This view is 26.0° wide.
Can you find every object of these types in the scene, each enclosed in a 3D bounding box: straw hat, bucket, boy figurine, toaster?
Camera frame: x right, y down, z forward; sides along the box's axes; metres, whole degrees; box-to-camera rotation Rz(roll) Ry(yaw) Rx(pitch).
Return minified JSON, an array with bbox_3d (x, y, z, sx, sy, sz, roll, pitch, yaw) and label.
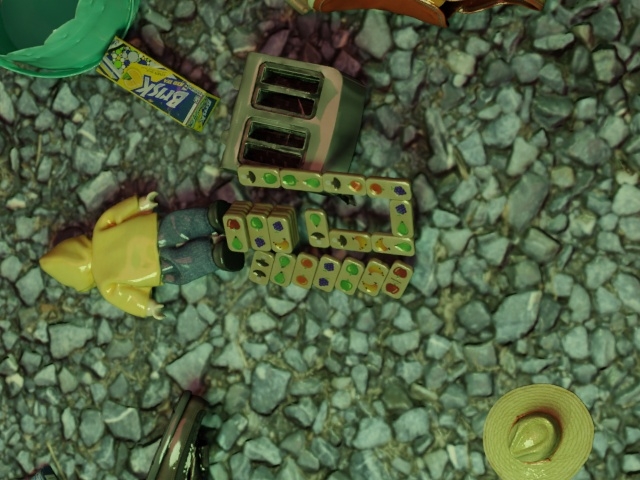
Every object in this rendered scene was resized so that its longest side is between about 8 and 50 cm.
[{"bbox_3d":[0.266,0.246,1.732,0.144,0.061,0.144,-2,85,18],"label":"straw hat"},{"bbox_3d":[-0.396,-0.370,1.951,0.281,0.183,0.281,-2,85,20],"label":"bucket"},{"bbox_3d":[-0.251,0.026,1.915,0.285,0.092,0.177,-13,82,18],"label":"boy figurine"},{"bbox_3d":[-0.033,-0.151,1.844,0.185,0.110,0.168,14,91,19],"label":"toaster"}]

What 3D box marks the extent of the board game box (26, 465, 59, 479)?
[{"bbox_3d":[-0.413,0.453,1.949,0.194,0.060,0.194,-40,74,11],"label":"board game box"}]

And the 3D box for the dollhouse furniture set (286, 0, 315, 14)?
[{"bbox_3d":[-0.050,-0.381,1.917,0.151,0.058,0.076,41,91,-2],"label":"dollhouse furniture set"}]

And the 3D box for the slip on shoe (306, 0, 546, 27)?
[{"bbox_3d":[0.139,-0.327,1.801,0.331,0.123,0.101,-4,88,14],"label":"slip on shoe"}]

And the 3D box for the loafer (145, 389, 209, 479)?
[{"bbox_3d":[-0.195,0.352,1.873,0.095,0.109,0.302,20,98,0],"label":"loafer"}]

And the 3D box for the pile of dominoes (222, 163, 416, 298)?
[{"bbox_3d":[0.000,0.000,1.795,0.251,0.040,0.196,6,128,19],"label":"pile of dominoes"}]

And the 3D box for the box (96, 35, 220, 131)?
[{"bbox_3d":[-0.228,-0.219,1.947,0.169,0.054,0.059,32,96,19],"label":"box"}]
